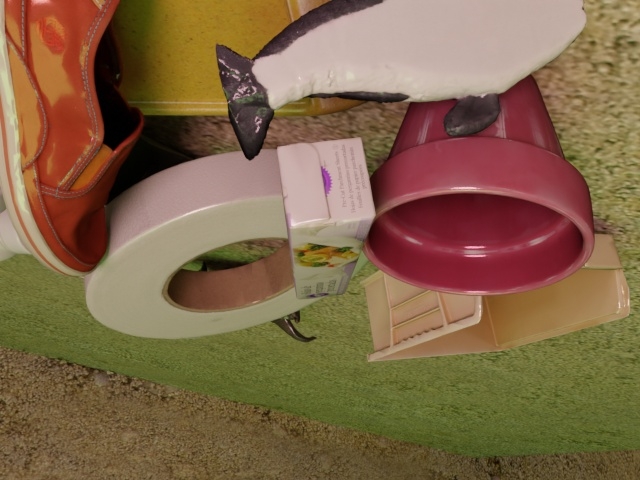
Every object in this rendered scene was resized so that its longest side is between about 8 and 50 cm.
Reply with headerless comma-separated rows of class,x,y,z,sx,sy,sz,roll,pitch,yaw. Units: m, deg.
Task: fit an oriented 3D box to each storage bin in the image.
storage bin,0.233,0.079,0.751,0.262,0.123,0.260,3,158,-27

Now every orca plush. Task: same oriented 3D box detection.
orca plush,0.062,-0.140,0.439,0.151,0.287,0.102,60,172,-8

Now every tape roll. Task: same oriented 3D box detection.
tape roll,-0.115,0.026,0.732,0.392,0.072,0.392,-15,154,-8

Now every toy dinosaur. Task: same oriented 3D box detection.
toy dinosaur,-0.131,0.108,1.048,0.313,0.121,0.160,25,161,-35

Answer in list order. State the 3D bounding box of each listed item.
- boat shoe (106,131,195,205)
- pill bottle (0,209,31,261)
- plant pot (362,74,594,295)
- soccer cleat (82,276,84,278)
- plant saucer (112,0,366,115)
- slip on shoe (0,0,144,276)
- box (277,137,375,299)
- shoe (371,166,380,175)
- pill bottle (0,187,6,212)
boat shoe,-0.233,-0.087,0.697,0.120,0.122,0.324,34,176,29
pill bottle,-0.554,-0.037,0.852,0.246,0.136,0.136,4,152,10
plant pot,0.147,-0.067,0.518,0.201,0.180,0.201,8,152,4
soccer cleat,-0.401,0.029,0.947,0.109,0.116,0.318,14,152,-8
plant saucer,-0.123,-0.211,0.444,0.333,0.081,0.332,3,152,12
slip on shoe,-0.204,-0.084,0.456,0.101,0.123,0.331,5,135,-13
box,0.000,0.000,0.523,0.063,0.067,0.324,-7,166,-3
shoe,0.151,-0.047,0.681,0.178,0.063,0.081,32,148,-30
pill bottle,-0.372,-0.143,0.506,0.153,0.153,0.264,14,136,-8
